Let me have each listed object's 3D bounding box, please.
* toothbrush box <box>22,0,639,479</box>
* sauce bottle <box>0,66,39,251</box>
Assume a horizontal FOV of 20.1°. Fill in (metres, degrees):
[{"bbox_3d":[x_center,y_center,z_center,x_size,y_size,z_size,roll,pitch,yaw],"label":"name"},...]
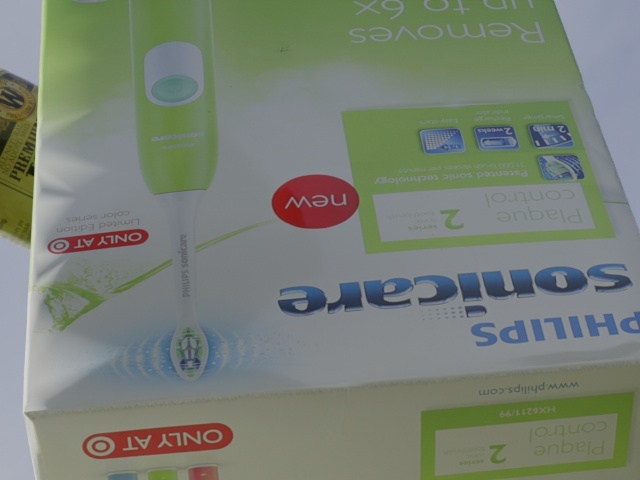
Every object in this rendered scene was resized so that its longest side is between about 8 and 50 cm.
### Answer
[{"bbox_3d":[0.000,0.000,0.687,0.206,0.283,0.122,-4,-49,-3],"label":"toothbrush box"},{"bbox_3d":[-0.215,-0.056,1.253,0.344,0.111,0.111,25,-59,-12],"label":"sauce bottle"}]
